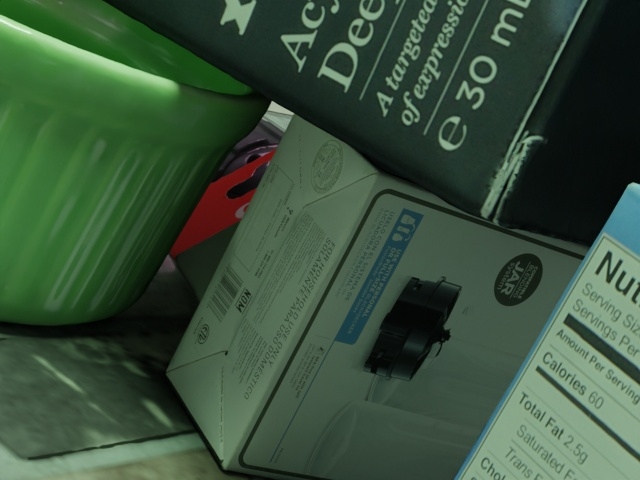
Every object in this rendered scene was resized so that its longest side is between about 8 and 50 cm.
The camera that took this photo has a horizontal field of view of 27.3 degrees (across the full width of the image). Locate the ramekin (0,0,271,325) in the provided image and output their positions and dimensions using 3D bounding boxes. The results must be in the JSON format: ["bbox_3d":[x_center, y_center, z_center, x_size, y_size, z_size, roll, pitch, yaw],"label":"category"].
[{"bbox_3d":[-0.192,-0.083,0.711,0.303,0.148,0.303,26,14,-7],"label":"ramekin"}]

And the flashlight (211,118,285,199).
[{"bbox_3d":[0.000,0.000,0.900,0.304,0.103,0.103,38,-16,48],"label":"flashlight"}]

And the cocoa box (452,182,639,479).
[{"bbox_3d":[0.229,0.153,0.497,0.347,0.228,0.231,13,20,-43],"label":"cocoa box"}]

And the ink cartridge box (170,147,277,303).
[{"bbox_3d":[-0.009,-0.025,0.816,0.224,0.181,0.056,51,-13,53],"label":"ink cartridge box"}]

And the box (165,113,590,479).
[{"bbox_3d":[0.085,0.054,0.707,0.290,0.169,0.087,18,17,-35],"label":"box"}]

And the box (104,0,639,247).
[{"bbox_3d":[0.057,-0.205,0.649,0.395,0.293,0.212,33,14,39],"label":"box"}]
